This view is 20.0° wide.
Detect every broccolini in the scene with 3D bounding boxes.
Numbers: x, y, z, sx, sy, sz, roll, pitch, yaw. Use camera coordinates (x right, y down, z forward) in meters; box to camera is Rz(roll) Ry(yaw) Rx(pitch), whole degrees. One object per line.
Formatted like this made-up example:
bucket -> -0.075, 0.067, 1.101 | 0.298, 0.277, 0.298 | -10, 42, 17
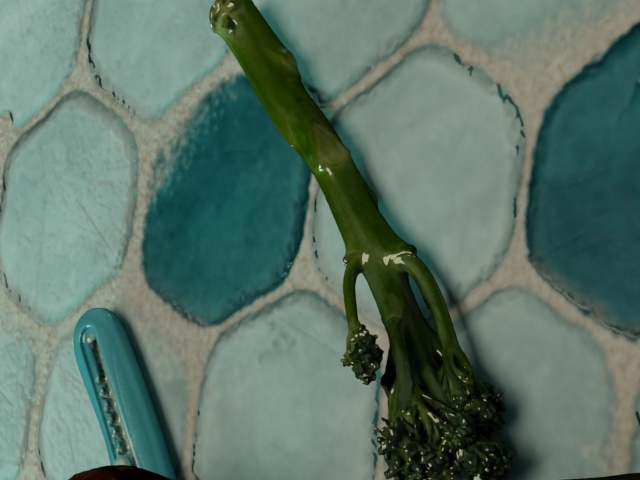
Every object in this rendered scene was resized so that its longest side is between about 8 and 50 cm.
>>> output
broccolini -> 0.002, -0.004, 1.087 | 0.079, 0.074, 0.392 | -46, 55, 22

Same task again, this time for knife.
knife -> -0.131, 0.143, 1.229 | 0.064, 0.031, 0.222 | -41, 56, 34

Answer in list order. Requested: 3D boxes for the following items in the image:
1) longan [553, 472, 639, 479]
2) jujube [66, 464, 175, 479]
longan -> 0.111, 0.240, 0.805 | 0.300, 0.243, 0.300 | -158, 90, -80
jujube -> -0.142, 0.298, 1.086 | 0.223, 0.223, 0.318 | 24, 92, 45
